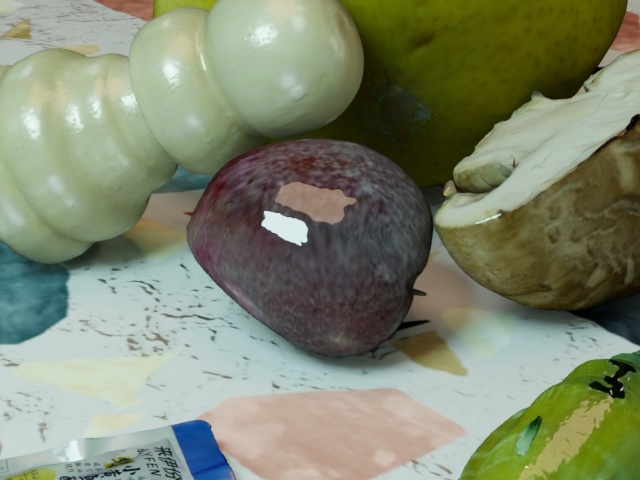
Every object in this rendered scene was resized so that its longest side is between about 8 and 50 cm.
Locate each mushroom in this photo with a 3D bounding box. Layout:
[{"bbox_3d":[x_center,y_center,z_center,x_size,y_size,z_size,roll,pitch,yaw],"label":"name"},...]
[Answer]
[{"bbox_3d":[0.200,-0.026,1.292,0.156,0.151,0.286,-6,25,44],"label":"mushroom"}]

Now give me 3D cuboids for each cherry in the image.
[{"bbox_3d":[-0.001,-0.003,1.231,0.176,0.140,0.176,25,30,-15],"label":"cherry"}]

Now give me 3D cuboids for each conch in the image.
[{"bbox_3d":[0.152,0.126,1.064,0.201,0.079,0.095,-24,15,-26],"label":"conch"}]

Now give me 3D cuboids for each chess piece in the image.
[{"bbox_3d":[-0.107,-0.099,1.296,0.300,0.167,0.167,-19,19,22],"label":"chess piece"}]

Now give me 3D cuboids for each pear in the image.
[{"bbox_3d":[0.048,-0.171,1.403,0.386,0.340,0.191,-16,38,17],"label":"pear"}]

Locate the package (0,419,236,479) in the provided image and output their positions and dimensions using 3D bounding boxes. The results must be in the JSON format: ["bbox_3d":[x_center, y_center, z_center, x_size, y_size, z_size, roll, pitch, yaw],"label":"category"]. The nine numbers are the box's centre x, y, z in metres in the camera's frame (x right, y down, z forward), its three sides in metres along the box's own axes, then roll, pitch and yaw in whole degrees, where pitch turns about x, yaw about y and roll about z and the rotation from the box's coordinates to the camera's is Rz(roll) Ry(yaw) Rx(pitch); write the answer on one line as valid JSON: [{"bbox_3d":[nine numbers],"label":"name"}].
[{"bbox_3d":[-0.127,0.165,1.021,0.173,0.027,0.171,-11,28,-16],"label":"package"}]
